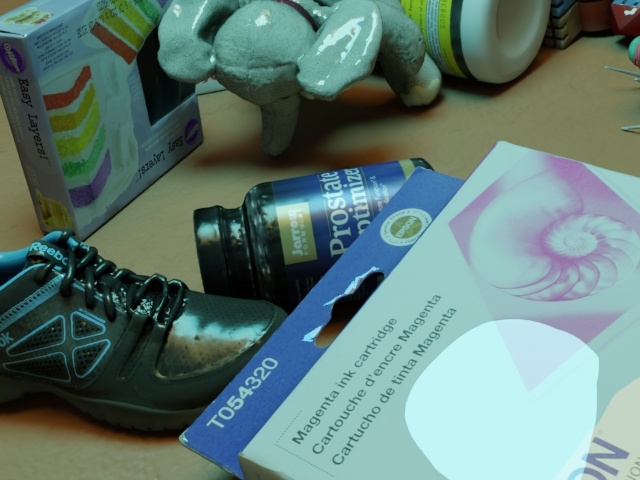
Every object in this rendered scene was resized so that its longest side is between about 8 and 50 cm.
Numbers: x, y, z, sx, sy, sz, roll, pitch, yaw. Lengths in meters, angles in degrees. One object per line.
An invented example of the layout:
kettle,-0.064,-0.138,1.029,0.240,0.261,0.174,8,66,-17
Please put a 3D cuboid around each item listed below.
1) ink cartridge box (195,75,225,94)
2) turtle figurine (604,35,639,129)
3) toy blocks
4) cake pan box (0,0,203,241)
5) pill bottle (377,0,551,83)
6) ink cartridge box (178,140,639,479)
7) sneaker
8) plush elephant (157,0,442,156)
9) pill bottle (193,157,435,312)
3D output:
ink cartridge box,-0.232,-0.336,1.315,0.207,0.283,0.117,-12,36,-5
turtle figurine,0.433,-0.185,1.094,0.234,0.118,0.175,13,38,21
toy blocks,0.355,-0.380,1.384,0.381,0.191,0.261,20,53,38
cake pan box,-0.238,-0.169,1.090,0.070,0.246,0.267,13,37,24
pill bottle,0.125,-0.331,1.313,0.334,0.188,0.188,19,41,36
ink cartridge box,0.106,0.067,0.657,0.330,0.071,0.324,20,56,35
sneaker,-0.185,0.068,0.803,0.341,0.140,0.125,0,30,9
plush elephant,-0.030,-0.226,1.139,0.272,0.330,0.255,17,58,23
pill bottle,0.000,0.000,0.884,0.219,0.123,0.123,-10,32,-3
